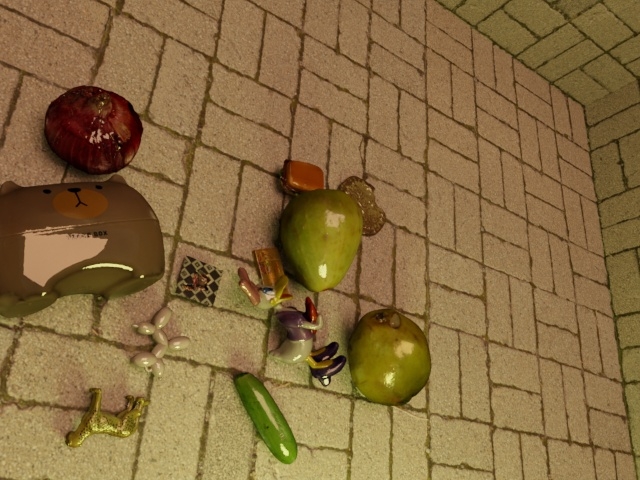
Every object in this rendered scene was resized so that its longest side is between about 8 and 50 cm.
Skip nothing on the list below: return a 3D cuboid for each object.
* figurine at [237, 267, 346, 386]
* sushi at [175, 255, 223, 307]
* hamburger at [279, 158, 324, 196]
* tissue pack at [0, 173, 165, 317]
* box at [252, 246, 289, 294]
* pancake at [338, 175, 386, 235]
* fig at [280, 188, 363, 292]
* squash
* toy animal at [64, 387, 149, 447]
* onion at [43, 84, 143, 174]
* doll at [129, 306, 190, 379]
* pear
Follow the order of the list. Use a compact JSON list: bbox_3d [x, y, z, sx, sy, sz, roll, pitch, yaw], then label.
[{"bbox_3d":[-0.091,0.246,1.729,0.193,0.154,0.420,-29,106,-3],"label":"figurine"},{"bbox_3d":[-0.346,0.118,1.663,0.120,0.026,0.125,27,53,-24],"label":"sushi"},{"bbox_3d":[-0.067,-0.194,1.965,0.166,0.087,0.137,17,64,-31],"label":"hamburger"},{"bbox_3d":[-0.578,0.008,1.363,0.387,0.267,0.276,-9,76,-39],"label":"tissue pack"},{"bbox_3d":[-0.154,0.100,1.820,0.089,0.022,0.156,-4,75,-40],"label":"box"},{"bbox_3d":[0.149,-0.127,2.145,0.212,0.029,0.235,-4,75,-38],"label":"pancake"},{"bbox_3d":[0.000,0.000,1.835,0.258,0.258,0.325,9,80,-35],"label":"fig"},{"bbox_3d":[-0.147,0.492,1.629,0.082,0.082,0.292,-31,93,-41],"label":"squash"},{"bbox_3d":[-0.497,0.430,1.399,0.181,0.073,0.136,27,65,-42],"label":"toy animal"},{"bbox_3d":[-0.577,-0.295,1.521,0.252,0.219,0.252,18,54,-26],"label":"onion"},{"bbox_3d":[-0.422,0.270,1.518,0.160,0.059,0.160,-32,94,-41],"label":"doll"},{"bbox_3d":[0.216,0.371,1.857,0.269,0.269,0.321,-43,119,-40],"label":"pear"}]
